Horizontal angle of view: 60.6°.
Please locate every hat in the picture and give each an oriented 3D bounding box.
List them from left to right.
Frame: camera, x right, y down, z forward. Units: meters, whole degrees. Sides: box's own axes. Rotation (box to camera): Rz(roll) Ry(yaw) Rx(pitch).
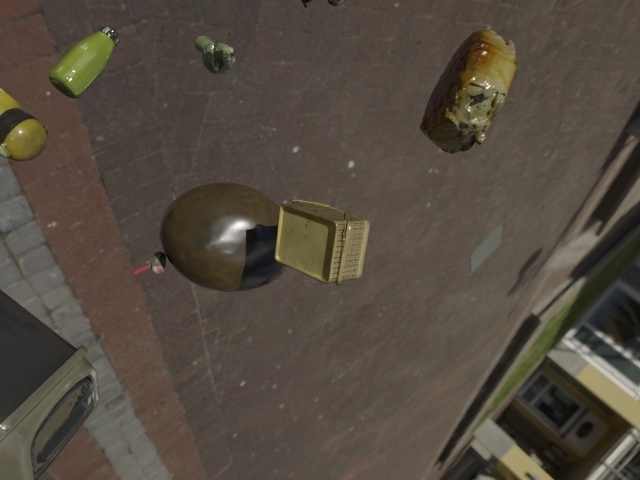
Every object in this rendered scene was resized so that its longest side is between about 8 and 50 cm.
[{"bbox_3d":[-0.345,-0.591,1.741,0.081,0.166,0.122,-43,158,-21],"label":"hat"}]

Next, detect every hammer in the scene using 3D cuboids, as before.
[{"bbox_3d":[-0.382,0.059,1.222,0.083,0.052,0.031,-21,136,14],"label":"hammer"}]

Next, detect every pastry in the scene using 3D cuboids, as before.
[{"bbox_3d":[0.357,-0.364,1.366,0.329,0.136,0.329,-63,-172,17],"label":"pastry"}]

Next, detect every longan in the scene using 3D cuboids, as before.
[{"bbox_3d":[-0.205,-0.011,1.226,0.300,0.300,0.243,5,116,-57],"label":"longan"}]

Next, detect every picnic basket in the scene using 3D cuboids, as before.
[{"bbox_3d":[0.000,0.000,0.950,0.080,0.164,0.115,-5,110,-42],"label":"picnic basket"}]

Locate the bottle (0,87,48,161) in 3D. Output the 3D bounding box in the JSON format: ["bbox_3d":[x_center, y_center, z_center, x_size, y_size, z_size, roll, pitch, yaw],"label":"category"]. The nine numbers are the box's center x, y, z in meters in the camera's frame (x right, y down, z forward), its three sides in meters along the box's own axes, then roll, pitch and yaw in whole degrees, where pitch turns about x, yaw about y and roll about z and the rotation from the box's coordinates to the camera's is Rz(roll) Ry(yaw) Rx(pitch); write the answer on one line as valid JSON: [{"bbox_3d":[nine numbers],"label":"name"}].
[{"bbox_3d":[-0.942,-0.360,1.552,0.171,0.351,0.171,-54,177,-4],"label":"bottle"}]

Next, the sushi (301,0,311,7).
[{"bbox_3d":[-0.090,-0.611,1.108,0.140,0.287,0.149,-45,176,5],"label":"sushi"}]

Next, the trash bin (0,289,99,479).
[{"bbox_3d":[-0.447,0.180,0.712,0.182,0.290,0.209,-41,-169,21],"label":"trash bin"}]

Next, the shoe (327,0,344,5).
[{"bbox_3d":[0.058,-0.755,1.527,0.077,0.074,0.194,-15,145,-48],"label":"shoe"}]

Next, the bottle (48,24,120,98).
[{"bbox_3d":[-0.749,-0.582,1.763,0.260,0.112,0.112,-59,157,-20],"label":"bottle"}]
